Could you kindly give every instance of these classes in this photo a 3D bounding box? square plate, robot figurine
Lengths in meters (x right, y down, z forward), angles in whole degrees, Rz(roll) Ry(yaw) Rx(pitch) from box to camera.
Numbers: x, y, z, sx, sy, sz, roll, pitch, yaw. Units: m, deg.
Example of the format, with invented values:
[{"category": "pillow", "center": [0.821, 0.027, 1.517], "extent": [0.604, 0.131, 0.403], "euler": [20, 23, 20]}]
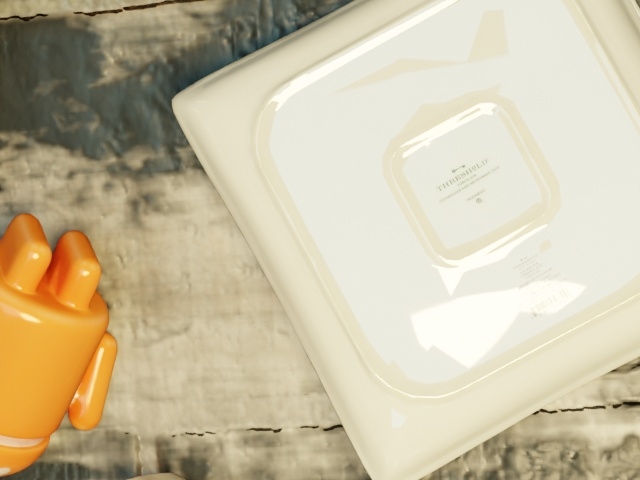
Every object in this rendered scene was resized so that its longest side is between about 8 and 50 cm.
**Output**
[{"category": "square plate", "center": [0.114, -0.042, 1.329], "extent": [0.347, 0.049, 0.344], "euler": [-29, 83, 3]}, {"category": "robot figurine", "center": [-0.244, 0.092, 1.400], "extent": [0.128, 0.158, 0.219], "euler": [35, 106, 24]}]

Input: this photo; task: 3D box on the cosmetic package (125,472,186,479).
[{"category": "cosmetic package", "center": [-0.125, 0.309, 1.389], "extent": [0.117, 0.085, 0.231], "euler": [23, 97, 25]}]
